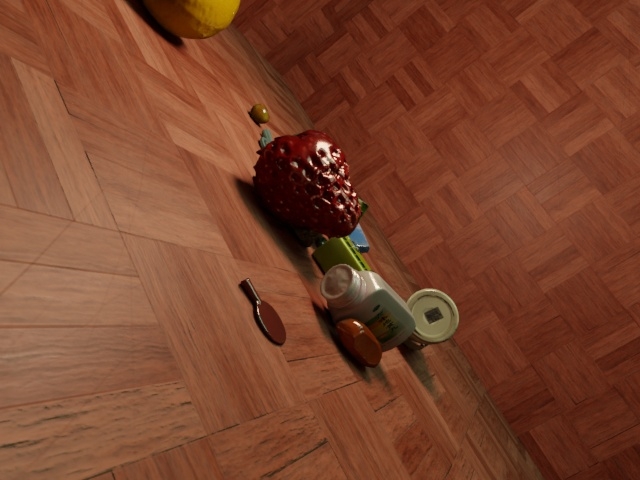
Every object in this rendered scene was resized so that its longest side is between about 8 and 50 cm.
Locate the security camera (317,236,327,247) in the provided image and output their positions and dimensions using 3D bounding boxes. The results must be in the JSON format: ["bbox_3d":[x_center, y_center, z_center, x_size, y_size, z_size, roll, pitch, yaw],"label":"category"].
[{"bbox_3d":[0.000,0.000,1.748,0.058,0.058,0.092,-66,133,-75],"label":"security camera"}]

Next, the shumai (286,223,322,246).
[{"bbox_3d":[-0.048,-0.044,1.591,0.123,0.105,0.139,52,-13,5],"label":"shumai"}]

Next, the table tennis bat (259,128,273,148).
[{"bbox_3d":[-0.202,-0.377,1.996,0.149,0.038,0.237,42,21,-43],"label":"table tennis bat"}]

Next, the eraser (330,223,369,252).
[{"bbox_3d":[0.100,-0.046,2.032,0.144,0.043,0.312,8,28,-15],"label":"eraser"}]

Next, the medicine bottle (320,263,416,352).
[{"bbox_3d":[0.131,0.193,1.401,0.324,0.179,0.124,45,15,-38],"label":"medicine bottle"}]

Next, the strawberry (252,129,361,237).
[{"bbox_3d":[-0.015,-0.163,1.477,0.345,0.295,0.317,39,6,14],"label":"strawberry"}]

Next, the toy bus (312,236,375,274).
[{"bbox_3d":[0.099,0.112,1.618,0.262,0.128,0.150,56,13,12],"label":"toy bus"}]

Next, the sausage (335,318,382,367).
[{"bbox_3d":[0.109,0.278,1.322,0.179,0.089,0.089,49,14,-32],"label":"sausage"}]

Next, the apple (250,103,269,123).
[{"bbox_3d":[-0.260,-0.546,2.124,0.090,0.074,0.089,53,12,-16],"label":"apple"}]

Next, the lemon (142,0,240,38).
[{"bbox_3d":[-0.459,-0.869,1.671,0.364,0.364,0.364,51,13,-17],"label":"lemon"}]

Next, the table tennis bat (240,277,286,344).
[{"bbox_3d":[-0.115,0.145,1.008,0.155,0.019,0.098,57,13,0],"label":"table tennis bat"}]

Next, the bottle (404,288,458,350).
[{"bbox_3d":[0.405,0.321,1.981,0.229,0.229,0.352,57,-7,11],"label":"bottle"}]

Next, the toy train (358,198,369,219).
[{"bbox_3d":[0.021,-0.142,1.771,0.307,0.174,0.249,34,4,20],"label":"toy train"}]
